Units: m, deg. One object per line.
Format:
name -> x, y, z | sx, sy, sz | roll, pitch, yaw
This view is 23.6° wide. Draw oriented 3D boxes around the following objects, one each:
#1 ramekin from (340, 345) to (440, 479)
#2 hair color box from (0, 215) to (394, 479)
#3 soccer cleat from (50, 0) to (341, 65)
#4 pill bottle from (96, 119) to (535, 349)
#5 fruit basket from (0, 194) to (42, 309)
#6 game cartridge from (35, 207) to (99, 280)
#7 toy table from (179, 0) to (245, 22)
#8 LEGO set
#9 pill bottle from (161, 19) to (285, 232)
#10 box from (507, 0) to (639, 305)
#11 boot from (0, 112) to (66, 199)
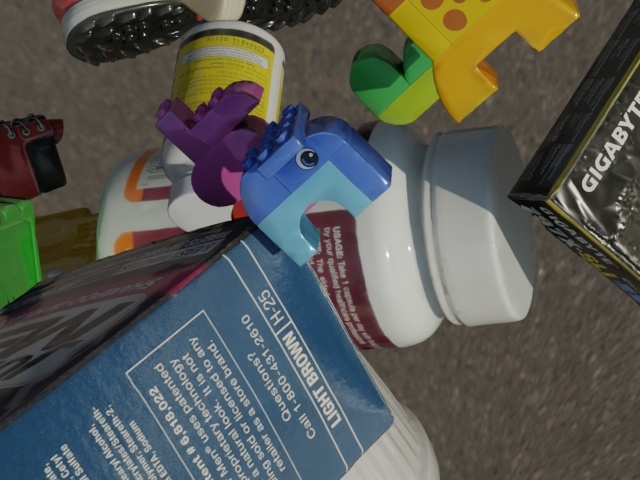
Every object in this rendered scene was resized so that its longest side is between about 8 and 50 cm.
ramekin -> -0.046, 0.130, 0.870 | 0.207, 0.207, 0.109 | -31, 120, -2
hair color box -> -0.146, 0.125, 0.533 | 0.347, 0.174, 0.105 | -41, 107, -43
soccer cleat -> -0.105, -0.262, 1.484 | 0.318, 0.109, 0.116 | -15, 66, -15
pill bottle -> 0.000, 0.000, 1.512 | 0.392, 0.224, 0.224 | -5, 76, 20
fruit basket -> -0.444, 0.090, 1.356 | 0.392, 0.392, 0.283 | -6, 95, 4
game cartridge -> -0.400, 0.113, 1.851 | 0.285, 0.053, 0.324 | -11, 51, 21
toy table -> -0.140, -0.294, 1.183 | 0.274, 0.161, 0.252 | -9, 41, -37
LEGO set -> 0.014, -0.081, 0.556 | 0.093, 0.087, 0.227 | 43, 109, -14
pill bottle -> -0.057, -0.063, 0.880 | 0.065, 0.065, 0.116 | 2, 59, 6
box -> 0.351, -0.091, 1.336 | 0.257, 0.079, 0.322 | 39, 79, -21
boot -> -0.397, -0.137, 1.752 | 0.176, 0.088, 0.244 | -31, 118, -6
